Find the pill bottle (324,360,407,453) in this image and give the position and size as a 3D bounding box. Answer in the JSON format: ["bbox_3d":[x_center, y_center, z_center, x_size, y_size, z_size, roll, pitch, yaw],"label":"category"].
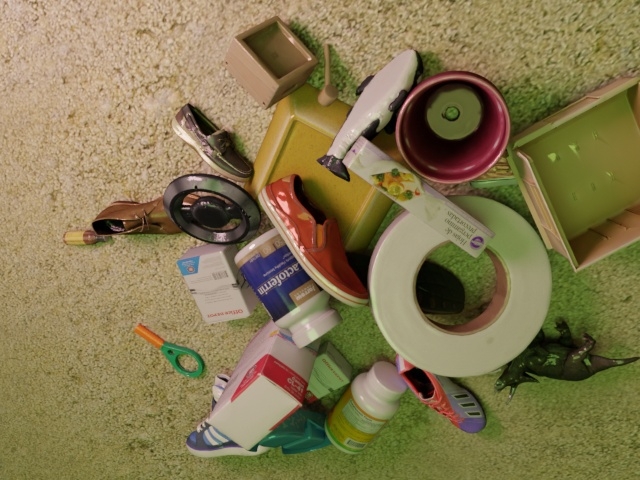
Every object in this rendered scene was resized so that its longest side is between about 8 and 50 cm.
[{"bbox_3d":[0.122,0.434,1.409,0.136,0.136,0.245,30,119,-1],"label":"pill bottle"}]

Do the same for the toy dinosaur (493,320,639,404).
[{"bbox_3d":[0.553,0.272,1.246,0.314,0.121,0.160,-9,124,14],"label":"toy dinosaur"}]

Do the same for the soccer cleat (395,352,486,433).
[{"bbox_3d":[0.300,0.392,1.351,0.109,0.116,0.318,-36,101,27],"label":"soccer cleat"}]

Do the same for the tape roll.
[{"bbox_3d":[0.294,0.097,1.150,0.392,0.072,0.392,0,95,-2],"label":"tape roll"}]

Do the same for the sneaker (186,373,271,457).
[{"bbox_3d":[-0.288,0.499,1.575,0.323,0.130,0.236,-12,96,31],"label":"sneaker"}]

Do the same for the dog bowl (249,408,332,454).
[{"bbox_3d":[-0.079,0.516,1.453,0.166,0.074,0.297,-29,144,24],"label":"dog bowl"}]

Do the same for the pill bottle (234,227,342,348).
[{"bbox_3d":[-0.071,0.110,1.260,0.153,0.153,0.264,-37,85,27],"label":"pill bottle"}]

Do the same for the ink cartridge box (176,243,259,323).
[{"bbox_3d":[-0.261,0.106,1.384,0.140,0.082,0.190,-12,113,20],"label":"ink cartridge box"}]

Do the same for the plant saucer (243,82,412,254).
[{"bbox_3d":[0.006,-0.135,1.198,0.333,0.081,0.333,27,119,0],"label":"plant saucer"}]

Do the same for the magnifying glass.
[{"bbox_3d":[-0.442,0.320,1.572,0.231,0.026,0.092,35,119,-5],"label":"magnifying glass"}]

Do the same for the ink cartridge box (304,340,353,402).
[{"bbox_3d":[-0.003,0.354,1.445,0.150,0.063,0.109,-35,102,26],"label":"ink cartridge box"}]

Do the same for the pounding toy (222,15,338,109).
[{"bbox_3d":[-0.058,-0.339,1.091,0.206,0.181,0.094,47,146,-1],"label":"pounding toy"}]

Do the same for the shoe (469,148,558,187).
[{"bbox_3d":[0.388,-0.160,1.091,0.178,0.063,0.081,-7,116,21],"label":"shoe"}]

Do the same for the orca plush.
[{"bbox_3d":[0.124,-0.236,1.075,0.102,0.287,0.151,36,167,-36],"label":"orca plush"}]

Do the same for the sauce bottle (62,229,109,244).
[{"bbox_3d":[-0.631,-0.007,1.453,0.128,0.042,0.042,1,115,14],"label":"sauce bottle"}]

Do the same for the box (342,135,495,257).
[{"bbox_3d":[0.189,-0.081,1.027,0.324,0.067,0.063,33,103,-17],"label":"box"}]

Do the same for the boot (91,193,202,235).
[{"bbox_3d":[-0.422,-0.049,1.336,0.305,0.115,0.112,-5,109,14],"label":"boot"}]

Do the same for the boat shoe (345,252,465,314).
[{"bbox_3d":[0.171,0.110,1.263,0.324,0.122,0.120,14,152,-3],"label":"boat shoe"}]

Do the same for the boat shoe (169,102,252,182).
[{"bbox_3d":[-0.240,-0.223,1.220,0.223,0.080,0.073,40,120,2],"label":"boat shoe"}]

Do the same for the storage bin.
[{"bbox_3d":[0.521,-0.127,0.997,0.262,0.123,0.260,-29,106,7],"label":"storage bin"}]

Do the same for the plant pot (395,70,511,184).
[{"bbox_3d":[0.254,-0.229,1.027,0.201,0.180,0.201,6,117,12],"label":"plant pot"}]

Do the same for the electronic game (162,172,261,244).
[{"bbox_3d":[-0.250,-0.067,1.242,0.229,0.048,0.229,6,140,5],"label":"electronic game"}]

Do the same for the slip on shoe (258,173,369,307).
[{"bbox_3d":[0.000,0.000,1.130,0.101,0.123,0.331,-38,82,17],"label":"slip on shoe"}]

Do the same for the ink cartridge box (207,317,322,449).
[{"bbox_3d":[-0.121,0.319,1.321,0.131,0.306,0.226,39,118,-7],"label":"ink cartridge box"}]
